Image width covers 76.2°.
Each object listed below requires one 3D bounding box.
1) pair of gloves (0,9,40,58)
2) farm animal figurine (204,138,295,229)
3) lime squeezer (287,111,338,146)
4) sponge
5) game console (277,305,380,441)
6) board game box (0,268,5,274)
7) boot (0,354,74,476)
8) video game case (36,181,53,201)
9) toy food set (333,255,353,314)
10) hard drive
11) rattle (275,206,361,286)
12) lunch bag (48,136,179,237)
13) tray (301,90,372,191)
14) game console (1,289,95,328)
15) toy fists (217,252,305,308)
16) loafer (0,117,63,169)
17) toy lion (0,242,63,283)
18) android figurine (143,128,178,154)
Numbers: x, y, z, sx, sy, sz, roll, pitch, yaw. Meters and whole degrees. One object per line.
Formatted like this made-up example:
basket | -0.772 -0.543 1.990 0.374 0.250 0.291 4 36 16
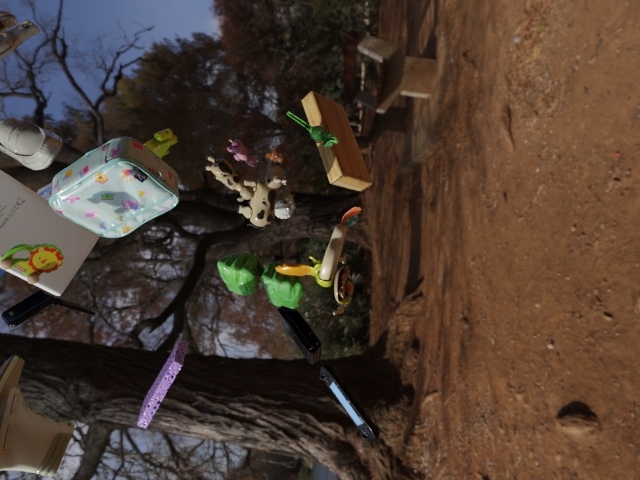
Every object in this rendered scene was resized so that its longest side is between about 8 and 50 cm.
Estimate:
pair of gloves | -0.940 -0.579 1.169 0.204 0.240 0.042 -51 -25 -24
farm animal figurine | -0.211 -0.186 1.409 0.330 0.172 0.327 -23 -55 -37
lime squeezer | -0.011 -0.400 1.530 0.109 0.310 0.059 4 -62 -44
sponge | -0.427 0.384 1.109 0.210 0.031 0.117 -58 18 6
game console | 0.017 0.315 0.971 0.044 0.361 0.213 -35 -19 -14
board game box | -1.089 0.071 1.204 0.160 0.210 0.047 -47 7 -27
boot | -0.574 0.345 0.804 0.077 0.165 0.213 -36 43 26
video game case | -1.011 -0.132 1.543 0.061 0.244 0.270 50 -156 -43
toy food set | 0.079 0.146 1.331 0.132 0.038 0.192 9 -97 -72
hard drive | -0.885 -0.020 1.228 0.353 0.047 0.233 47 -128 -41
rattle | 0.000 0.000 0.979 0.130 0.142 0.200 6 -80 -66
lunch bag | -0.513 -0.125 1.049 0.224 0.279 0.108 49 -159 -51
tray | 0.070 -0.411 1.694 0.202 0.076 0.411 6 -121 -48
game console | -0.481 0.130 0.720 0.107 0.122 0.071 -42 -63 -35
toy fists | -0.178 0.113 1.240 0.142 0.278 0.096 87 -158 -56
loafer | -0.783 -0.260 1.067 0.111 0.319 0.112 41 -112 -51
toy lion | -0.642 0.042 0.919 0.096 0.034 0.100 -46 -46 -7
android figurine | -0.775 -0.411 1.878 0.248 0.056 0.273 -37 9 33
